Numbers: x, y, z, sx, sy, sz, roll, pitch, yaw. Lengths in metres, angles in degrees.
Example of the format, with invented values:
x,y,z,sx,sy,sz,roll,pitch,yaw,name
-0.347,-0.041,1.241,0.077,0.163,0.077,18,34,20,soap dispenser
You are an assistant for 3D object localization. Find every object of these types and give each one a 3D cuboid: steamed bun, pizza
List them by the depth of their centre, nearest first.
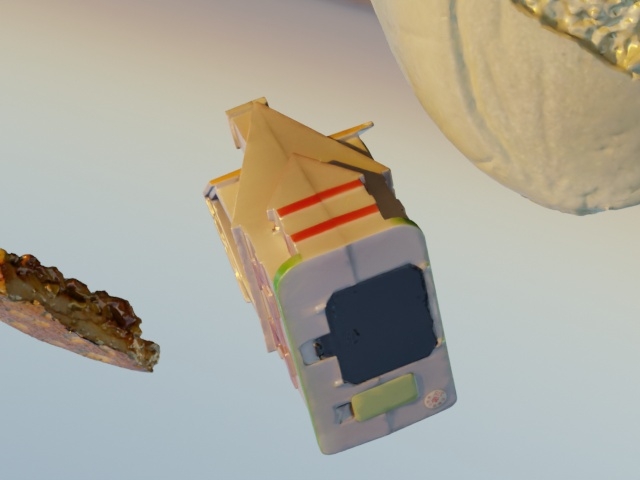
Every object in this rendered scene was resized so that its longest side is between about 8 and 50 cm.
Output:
x,y,z,sx,sy,sz,roll,pitch,yaw,name
0.154,-0.177,1.298,0.272,0.273,0.290,2,-160,-2,steamed bun
-0.256,0.061,1.591,0.246,0.058,0.127,24,162,-19,pizza

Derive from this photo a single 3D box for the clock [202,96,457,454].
x,y,z,sx,sy,sz,roll,pitch,yaw,name
0.000,0.000,1.565,0.166,0.235,0.309,-21,-139,-8,clock
